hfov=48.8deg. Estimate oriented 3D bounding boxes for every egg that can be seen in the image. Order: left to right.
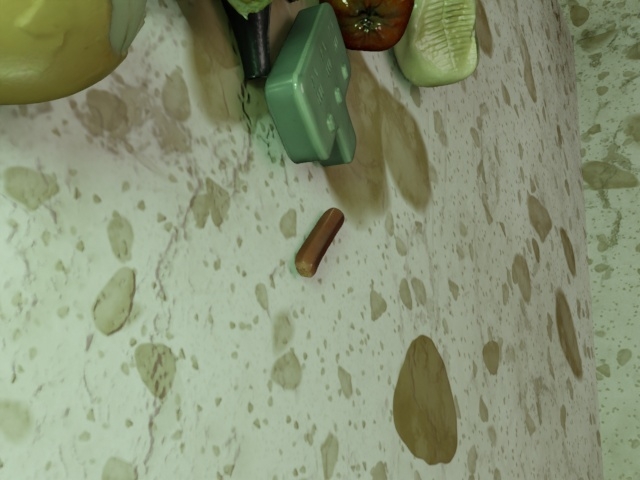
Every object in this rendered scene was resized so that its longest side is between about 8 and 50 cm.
[{"bbox_3d":[-0.237,-0.193,0.484,0.244,0.201,0.201,-22,99,-47],"label":"egg"}]

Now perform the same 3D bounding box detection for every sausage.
[{"bbox_3d":[0.000,-0.001,0.970,0.030,0.035,0.147,60,33,-22],"label":"sausage"}]

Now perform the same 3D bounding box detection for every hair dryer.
[{"bbox_3d":[-0.067,-0.323,0.959,0.219,0.075,0.196,-37,121,-65],"label":"hair dryer"}]

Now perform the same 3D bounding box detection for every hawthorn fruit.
[{"bbox_3d":[0.073,-0.404,1.138,0.163,0.162,0.204,50,25,-39],"label":"hawthorn fruit"}]

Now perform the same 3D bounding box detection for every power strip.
[{"bbox_3d":[0.002,-0.197,0.989,0.265,0.059,0.194,-77,152,-48],"label":"power strip"}]

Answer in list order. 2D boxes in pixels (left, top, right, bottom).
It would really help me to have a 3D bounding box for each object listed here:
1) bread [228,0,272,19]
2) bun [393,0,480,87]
[{"bbox_3d":[-0.113,-0.389,0.803,0.098,0.087,0.270,79,-13,-73],"label":"bread"},{"bbox_3d":[0.216,-0.412,1.384,0.229,0.145,0.230,-11,110,-32],"label":"bun"}]
